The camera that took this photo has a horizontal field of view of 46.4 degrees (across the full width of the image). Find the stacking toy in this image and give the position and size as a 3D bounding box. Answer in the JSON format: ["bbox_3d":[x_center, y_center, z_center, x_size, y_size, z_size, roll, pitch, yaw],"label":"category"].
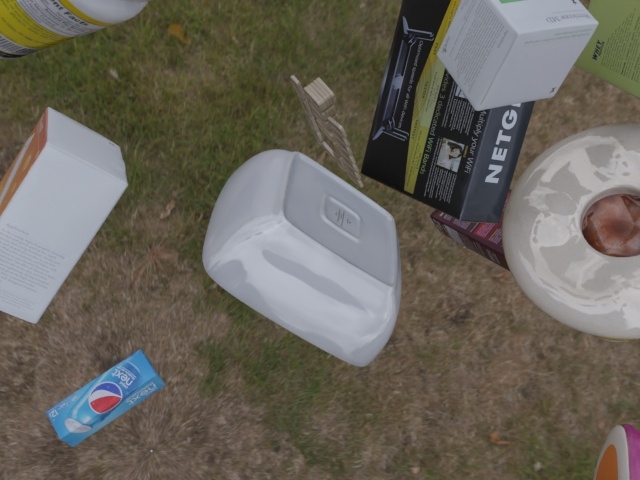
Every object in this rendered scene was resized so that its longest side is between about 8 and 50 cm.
[{"bbox_3d":[0.516,0.056,1.278,0.351,0.480,0.350,-9,63,18],"label":"stacking toy"}]

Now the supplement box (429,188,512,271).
[{"bbox_3d":[0.346,-0.031,1.452,0.130,0.073,0.239,-49,48,-8],"label":"supplement box"}]

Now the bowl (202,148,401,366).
[{"bbox_3d":[0.000,0.000,0.506,0.142,0.053,0.142,34,30,-16],"label":"bowl"}]

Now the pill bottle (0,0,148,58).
[{"bbox_3d":[-0.216,-0.232,0.628,0.209,0.119,0.119,-6,71,31],"label":"pill bottle"}]

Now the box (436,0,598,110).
[{"bbox_3d":[0.189,-0.196,0.733,0.101,0.102,0.087,-14,60,-24],"label":"box"}]

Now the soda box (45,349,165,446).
[{"bbox_3d":[-0.413,0.305,1.446,0.210,0.071,0.067,-34,65,-13],"label":"soda box"}]

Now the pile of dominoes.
[{"bbox_3d":[0.030,-0.225,1.534,0.040,0.251,0.196,-36,61,-5],"label":"pile of dominoes"}]

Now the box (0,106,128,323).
[{"bbox_3d":[-0.546,-0.051,1.464,0.168,0.215,0.345,30,104,-30],"label":"box"}]

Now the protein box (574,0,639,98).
[{"bbox_3d":[0.493,-0.314,1.056,0.136,0.201,0.199,0,118,-16],"label":"protein box"}]

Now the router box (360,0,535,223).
[{"bbox_3d":[0.187,-0.206,1.064,0.081,0.243,0.308,3,109,-34],"label":"router box"}]

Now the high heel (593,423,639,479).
[{"bbox_3d":[0.274,0.265,0.562,0.117,0.082,0.244,3,68,-1],"label":"high heel"}]
